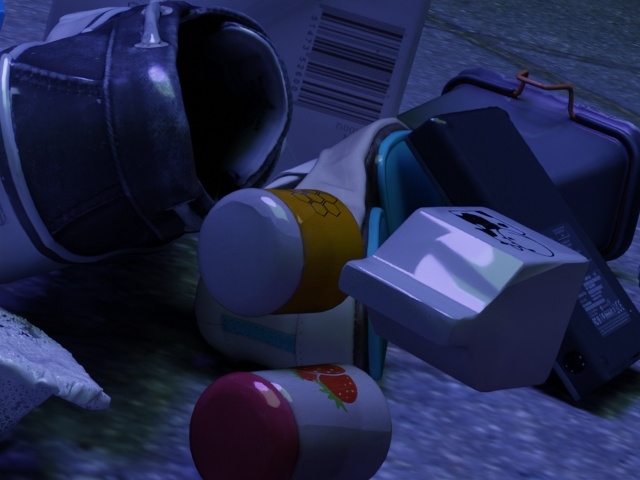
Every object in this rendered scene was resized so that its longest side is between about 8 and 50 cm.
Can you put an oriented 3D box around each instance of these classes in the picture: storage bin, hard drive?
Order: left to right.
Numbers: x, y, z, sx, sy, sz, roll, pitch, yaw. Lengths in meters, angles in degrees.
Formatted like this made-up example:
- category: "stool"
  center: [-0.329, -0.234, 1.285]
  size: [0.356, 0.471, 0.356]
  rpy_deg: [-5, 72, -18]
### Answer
- category: "storage bin"
  center: [0.101, -0.040, 1.026]
  size: [0.135, 0.098, 0.091]
  rpy_deg: [24, 26, 29]
- category: "hard drive"
  center: [0.096, 0.002, 0.823]
  size: [0.135, 0.022, 0.094]
  rpy_deg: [58, 23, 7]

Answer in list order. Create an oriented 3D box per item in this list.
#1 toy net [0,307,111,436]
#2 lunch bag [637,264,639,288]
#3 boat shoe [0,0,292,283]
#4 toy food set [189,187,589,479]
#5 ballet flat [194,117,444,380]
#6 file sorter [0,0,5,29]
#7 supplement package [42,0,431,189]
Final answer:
- category: "toy net"
  center: [-0.156, 0.018, 0.599]
  size: [0.232, 0.045, 0.122]
  rpy_deg: [27, 3, 28]
- category: "lunch bag"
  center: [0.312, 0.026, 0.957]
  size: [0.279, 0.108, 0.224]
  rpy_deg: [-2, 28, -47]
- category: "boat shoe"
  center: [-0.059, -0.049, 0.719]
  size: [0.102, 0.108, 0.301]
  rpy_deg: [-12, 3, 8]
- category: "toy food set"
  center: [0.031, 0.059, 0.495]
  size: [0.232, 0.111, 0.104]
  rpy_deg: [29, 18, 34]
- category: "ballet flat"
  center: [0.000, 0.000, 0.780]
  size: [0.086, 0.086, 0.248]
  rpy_deg: [18, 15, 6]
- category: "file sorter"
  center: [-0.203, -0.077, 0.771]
  size: [0.118, 0.104, 0.170]
  rpy_deg: [12, 14, -15]
- category: "supplement package"
  center: [-0.037, -0.127, 1.007]
  size: [0.175, 0.178, 0.293]
  rpy_deg: [16, 14, -2]
